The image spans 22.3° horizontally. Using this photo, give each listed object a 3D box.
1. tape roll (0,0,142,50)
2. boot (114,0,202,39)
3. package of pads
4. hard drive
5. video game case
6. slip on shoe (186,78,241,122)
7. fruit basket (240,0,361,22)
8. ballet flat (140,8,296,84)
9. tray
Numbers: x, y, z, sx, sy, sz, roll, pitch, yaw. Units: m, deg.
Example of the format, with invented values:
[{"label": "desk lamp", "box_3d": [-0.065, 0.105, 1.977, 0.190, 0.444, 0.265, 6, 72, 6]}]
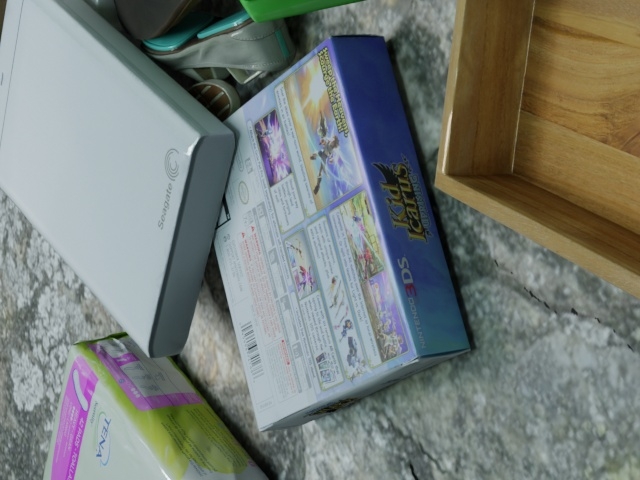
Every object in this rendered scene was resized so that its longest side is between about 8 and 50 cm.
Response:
[{"label": "tape roll", "box_3d": [-0.298, -0.274, 1.728, 0.392, 0.072, 0.392, 9, 101, 53]}, {"label": "boot", "box_3d": [-0.105, -0.252, 1.443, 0.305, 0.115, 0.112, -13, 93, 63]}, {"label": "package of pads", "box_3d": [-0.161, 0.252, 1.581, 0.296, 0.101, 0.229, 46, 131, 40]}, {"label": "hard drive", "box_3d": [-0.213, -0.082, 1.542, 0.353, 0.047, 0.233, 42, 128, 40]}, {"label": "video game case", "box_3d": [0.000, 0.000, 1.356, 0.244, 0.061, 0.269, -32, 69, 53]}, {"label": "slip on shoe", "box_3d": [-0.102, -0.115, 1.492, 0.135, 0.041, 0.051, -35, 78, 57]}, {"label": "fruit basket", "box_3d": [0.034, -0.387, 1.159, 0.392, 0.283, 0.392, -5, 71, 15]}, {"label": "ballet flat", "box_3d": [-0.095, -0.170, 1.467, 0.213, 0.072, 0.068, 4, 128, 57]}, {"label": "tray", "box_3d": [0.210, -0.076, 0.989, 0.411, 0.076, 0.203, -144, 56, -60]}]
